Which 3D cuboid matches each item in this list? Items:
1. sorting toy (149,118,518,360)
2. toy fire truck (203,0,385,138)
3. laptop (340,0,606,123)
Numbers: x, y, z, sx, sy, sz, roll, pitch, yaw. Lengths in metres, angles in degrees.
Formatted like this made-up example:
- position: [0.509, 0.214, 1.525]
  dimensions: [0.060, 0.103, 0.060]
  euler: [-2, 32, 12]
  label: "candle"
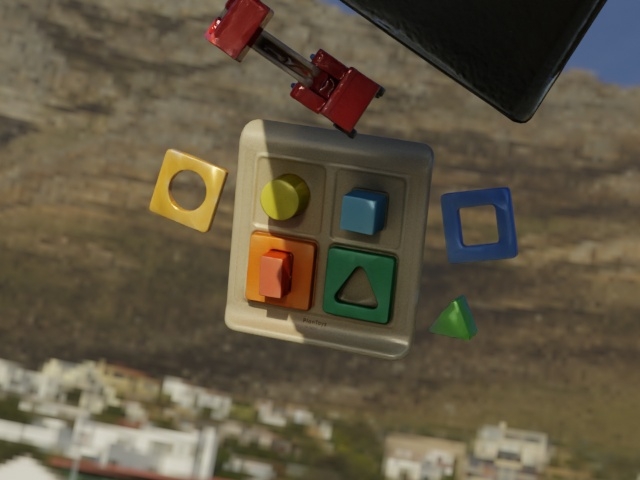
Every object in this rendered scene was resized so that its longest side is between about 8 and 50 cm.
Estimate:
- position: [0.000, 0.000, 1.523]
  dimensions: [0.348, 0.196, 0.047]
  euler: [10, 10, 18]
  label: "sorting toy"
- position: [-0.018, -0.134, 1.318]
  dimensions: [0.135, 0.047, 0.192]
  euler: [34, 4, -2]
  label: "toy fire truck"
- position: [0.077, -0.363, 1.033]
  dimensions: [0.236, 0.408, 0.382]
  euler: [17, -55, -20]
  label: "laptop"
